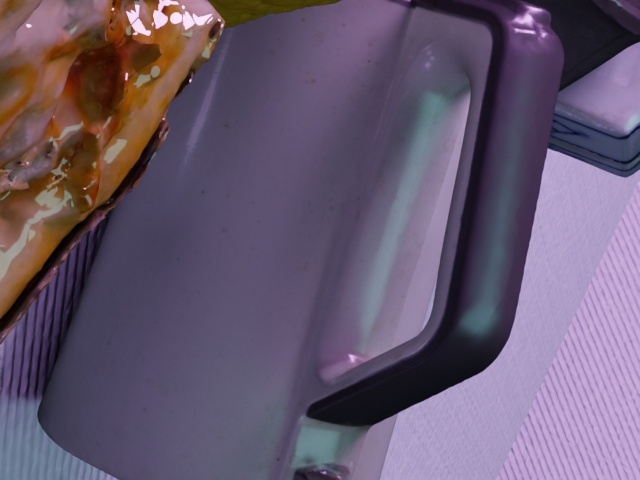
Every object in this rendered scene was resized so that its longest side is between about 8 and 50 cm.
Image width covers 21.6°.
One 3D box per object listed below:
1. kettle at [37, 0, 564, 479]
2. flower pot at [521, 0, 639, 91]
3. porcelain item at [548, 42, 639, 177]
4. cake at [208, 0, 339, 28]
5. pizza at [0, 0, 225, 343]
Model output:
[{"bbox_3d":[0.000,0.000,1.148,0.250,0.361,0.376,15,96,-33],"label":"kettle"},{"bbox_3d":[0.159,-0.214,1.501,0.166,0.269,0.269,-52,164,18],"label":"flower pot"},{"bbox_3d":[0.278,-0.225,1.668,0.281,0.286,0.157,-65,162,-12],"label":"porcelain item"},{"bbox_3d":[-0.069,-0.232,0.898,0.260,0.156,0.179,39,58,-34],"label":"cake"},{"bbox_3d":[-0.175,-0.029,0.713,0.392,0.080,0.435,-31,152,-56],"label":"pizza"}]
